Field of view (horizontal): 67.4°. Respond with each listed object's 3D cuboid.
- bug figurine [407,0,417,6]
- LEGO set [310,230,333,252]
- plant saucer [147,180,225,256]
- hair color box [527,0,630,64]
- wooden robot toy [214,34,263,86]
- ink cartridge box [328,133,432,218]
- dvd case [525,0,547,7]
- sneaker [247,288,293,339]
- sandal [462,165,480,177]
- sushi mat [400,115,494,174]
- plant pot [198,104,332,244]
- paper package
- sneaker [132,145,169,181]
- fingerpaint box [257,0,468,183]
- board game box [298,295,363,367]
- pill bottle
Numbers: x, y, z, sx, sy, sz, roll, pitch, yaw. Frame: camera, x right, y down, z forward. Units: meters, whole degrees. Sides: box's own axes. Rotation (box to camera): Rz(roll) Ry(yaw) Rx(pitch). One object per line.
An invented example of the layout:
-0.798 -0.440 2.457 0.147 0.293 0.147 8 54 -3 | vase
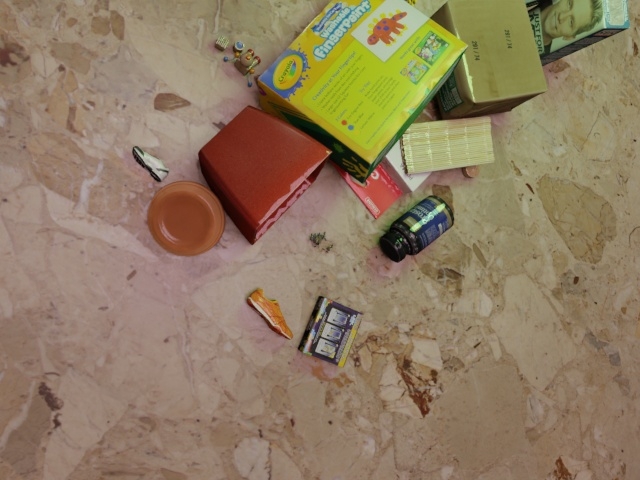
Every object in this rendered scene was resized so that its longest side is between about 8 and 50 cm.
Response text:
0.263 -0.853 1.473 0.279 0.072 0.216 36 79 -17 | bug figurine
-0.001 0.003 1.411 0.054 0.023 0.083 -37 115 -14 | LEGO set
-0.348 -0.053 1.239 0.199 0.037 0.200 -1 103 -3 | plant saucer
0.772 -0.684 1.511 0.105 0.347 0.174 -8 93 -20 | hair color box
-0.203 -0.497 1.301 0.173 0.079 0.076 44 77 -15 | wooden robot toy
0.182 -0.258 1.450 0.261 0.066 0.296 -45 104 -15 | ink cartridge box
0.669 -0.829 1.534 0.029 0.238 0.180 19 84 -36 | dvd case
-0.128 0.207 1.342 0.067 0.064 0.175 -44 107 -25 | sneaker
0.507 -0.328 1.559 0.088 0.079 0.240 -3 91 -20 | sandal
0.392 -0.295 1.472 0.316 0.019 0.152 -10 94 -17 | sushi mat
-0.164 -0.179 1.237 0.235 0.267 0.267 43 76 -1 | plant pot
0.502 -0.566 1.493 0.309 0.168 0.325 -13 88 -19 | paper package
-0.440 -0.203 1.243 0.109 0.040 0.044 49 59 -17 | sneaker
0.111 -0.446 1.317 0.371 0.163 0.445 37 77 5 | fingerpaint box
0.031 0.267 1.407 0.141 0.048 0.170 26 81 -20 | board game box
0.290 -0.032 1.459 0.219 0.122 0.123 -36 102 -17 | pill bottle
